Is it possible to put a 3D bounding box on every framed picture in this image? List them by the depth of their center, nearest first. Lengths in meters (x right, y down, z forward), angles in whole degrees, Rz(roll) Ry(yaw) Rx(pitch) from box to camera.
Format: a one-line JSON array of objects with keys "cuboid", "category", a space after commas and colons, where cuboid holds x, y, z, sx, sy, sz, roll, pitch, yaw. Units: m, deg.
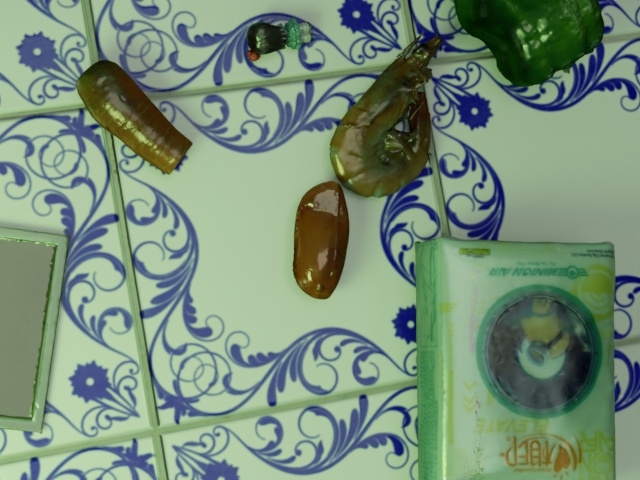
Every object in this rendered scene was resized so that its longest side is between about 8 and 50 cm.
[{"cuboid": [-0.498, 0.121, 1.666, 0.231, 0.018, 0.293, 9, 83, -11], "category": "framed picture"}]

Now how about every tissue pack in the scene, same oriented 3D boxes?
[{"cuboid": [0.294, 0.192, 1.752, 0.287, 0.162, 0.388, 1, 85, -9], "category": "tissue pack"}]

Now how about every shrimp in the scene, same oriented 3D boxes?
[{"cuboid": [0.129, -0.191, 1.800, 0.152, 0.063, 0.287, 38, 82, -8], "category": "shrimp"}]

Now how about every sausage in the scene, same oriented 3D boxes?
[{"cuboid": [0.000, 0.000, 1.751, 0.089, 0.089, 0.179, 10, 80, -11], "category": "sausage"}]

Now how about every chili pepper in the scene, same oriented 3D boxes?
[{"cuboid": [0.278, -0.409, 1.772, 0.167, 0.213, 0.385, -42, 106, -31], "category": "chili pepper"}]

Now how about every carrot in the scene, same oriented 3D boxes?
[{"cuboid": [-0.278, -0.180, 1.705, 0.087, 0.087, 0.193, -44, 96, -12], "category": "carrot"}]

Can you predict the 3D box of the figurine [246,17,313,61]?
[{"cuboid": [-0.065, -0.312, 1.782, 0.106, 0.047, 0.060, -12, 124, -20], "category": "figurine"}]
